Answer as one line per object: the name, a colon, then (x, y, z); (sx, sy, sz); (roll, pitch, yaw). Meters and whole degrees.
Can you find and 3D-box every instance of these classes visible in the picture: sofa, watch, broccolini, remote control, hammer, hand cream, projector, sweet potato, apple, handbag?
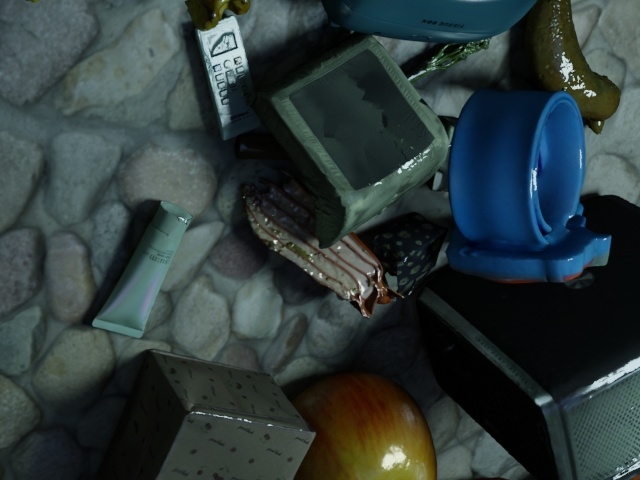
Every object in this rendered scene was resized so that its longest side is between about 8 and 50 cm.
sofa: (0.035, -0.143, 1.490); (0.210, 0.176, 0.225); (-36, 83, -18)
watch: (0.318, -0.101, 1.617); (0.305, 0.241, 0.275); (-42, 129, -52)
broccolini: (0.149, -0.244, 1.565); (0.239, 0.051, 0.054); (-36, 134, -5)
remote control: (-0.125, -0.217, 1.444); (0.061, 0.029, 0.162); (-25, 119, -24)
hammer: (0.048, -0.130, 1.574); (0.365, 0.043, 0.111); (0, 115, -25)
hand cream: (-0.243, 0.043, 1.499); (0.078, 0.050, 0.205); (18, 108, -33)
projector: (0.421, 0.152, 1.681); (0.405, 0.395, 0.242); (-27, 121, -14)
sweet potato: (0.378, -0.264, 1.642); (0.124, 0.098, 0.310); (-51, 127, -23)
apple: (0.048, 0.351, 1.685); (0.286, 0.233, 0.286); (-12, 121, -22)
handbag: (0.132, 0.037, 1.677); (0.115, 0.072, 0.139); (-33, 143, -34)

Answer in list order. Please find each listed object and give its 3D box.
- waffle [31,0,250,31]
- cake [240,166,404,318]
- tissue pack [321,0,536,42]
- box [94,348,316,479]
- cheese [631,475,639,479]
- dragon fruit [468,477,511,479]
waffle: (-0.202, -0.390, 1.252); (0.324, 0.151, 0.261); (4, 115, -30)
cake: (-0.005, 0.005, 1.587); (0.098, 0.135, 0.287); (-45, 106, 5)
tissue pack: (0.132, -0.362, 1.398); (0.287, 0.206, 0.198); (0, 74, -29)
box: (-0.185, 0.342, 1.589); (0.225, 0.190, 0.297); (16, 106, -33)
cheese: (0.533, 0.471, 2.063); (0.329, 0.129, 0.217); (0, 111, -40)
dragon fruit: (0.295, 0.535, 1.911); (0.252, 0.241, 0.241); (-6, 118, -3)
